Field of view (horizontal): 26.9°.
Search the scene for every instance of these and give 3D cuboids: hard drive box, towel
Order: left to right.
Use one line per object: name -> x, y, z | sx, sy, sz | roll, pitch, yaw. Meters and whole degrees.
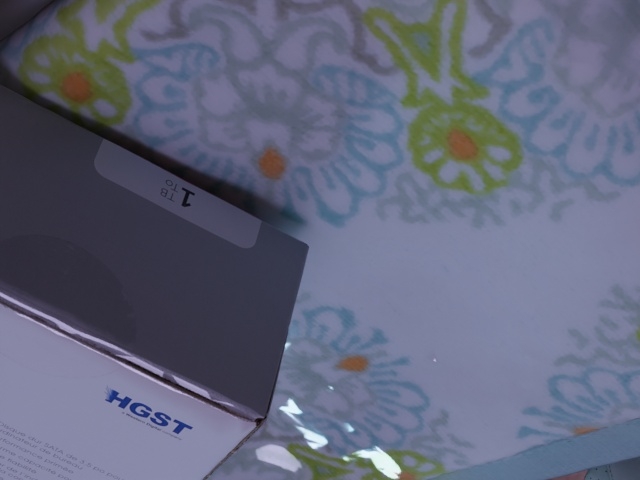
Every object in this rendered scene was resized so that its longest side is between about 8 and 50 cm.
hard drive box -> -0.142, 0.055, 0.541 | 0.181, 0.089, 0.232 | 28, 136, -15
towel -> 0.000, 0.000, 0.572 | 0.374, 0.090, 0.320 | -27, 126, 35

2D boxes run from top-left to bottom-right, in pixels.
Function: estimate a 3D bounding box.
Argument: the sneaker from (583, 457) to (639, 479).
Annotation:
sneaker -> 0.251, 0.102, 0.632 | 0.256, 0.151, 0.094 | -16, 126, -19
